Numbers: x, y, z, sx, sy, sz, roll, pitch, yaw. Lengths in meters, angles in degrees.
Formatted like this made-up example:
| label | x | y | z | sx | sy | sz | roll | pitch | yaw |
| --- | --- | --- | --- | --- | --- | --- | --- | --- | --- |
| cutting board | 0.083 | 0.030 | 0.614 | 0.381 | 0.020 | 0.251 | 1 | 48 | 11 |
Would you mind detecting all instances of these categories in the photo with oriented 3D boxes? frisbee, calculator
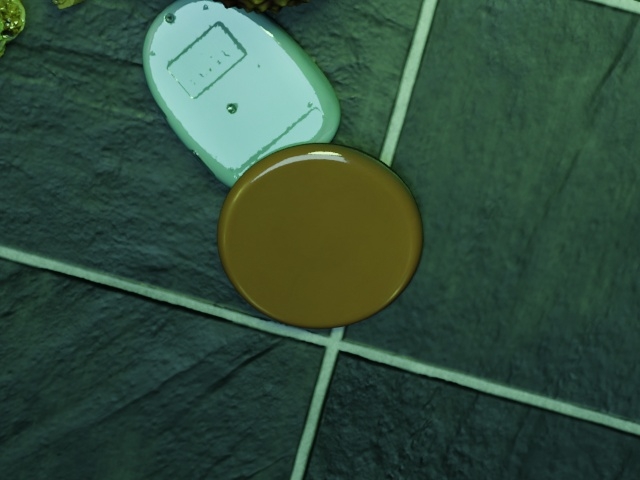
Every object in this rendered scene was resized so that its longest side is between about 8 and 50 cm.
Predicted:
| label | x | y | z | sx | sy | sz | roll | pitch | yaw |
| --- | --- | --- | --- | --- | --- | --- | --- | --- | --- |
| frisbee | 0.000 | 0.000 | 1.820 | 0.250 | 0.021 | 0.251 | 0 | 117 | 0 |
| calculator | -0.085 | -0.160 | 1.792 | 0.185 | 0.041 | 0.299 | -37 | 101 | 14 |

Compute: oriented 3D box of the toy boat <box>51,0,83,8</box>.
| label | x | y | z | sx | sy | sz | roll | pitch | yaw |
| --- | --- | --- | --- | --- | --- | --- | --- | --- | --- |
| toy boat | -0.321 | -0.370 | 1.747 | 0.072 | 0.064 | 0.206 | -12 | 104 | 28 |

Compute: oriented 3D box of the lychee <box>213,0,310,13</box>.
| label | x | y | z | sx | sy | sz | roll | pitch | yaw |
| --- | --- | --- | --- | --- | --- | --- | --- | --- | --- |
| lychee | -0.080 | -0.365 | 1.632 | 0.267 | 0.267 | 0.267 | 2 | 106 | 5 |

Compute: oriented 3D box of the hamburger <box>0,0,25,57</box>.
| label | x | y | z | sx | sy | sz | roll | pitch | yaw |
| --- | --- | --- | --- | --- | --- | --- | --- | --- | --- |
| hamburger | -0.439 | -0.263 | 1.761 | 0.177 | 0.113 | 0.185 | 1 | 106 | 4 |
